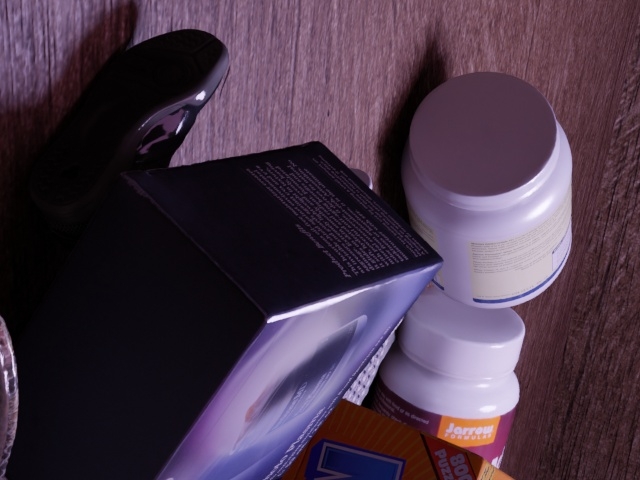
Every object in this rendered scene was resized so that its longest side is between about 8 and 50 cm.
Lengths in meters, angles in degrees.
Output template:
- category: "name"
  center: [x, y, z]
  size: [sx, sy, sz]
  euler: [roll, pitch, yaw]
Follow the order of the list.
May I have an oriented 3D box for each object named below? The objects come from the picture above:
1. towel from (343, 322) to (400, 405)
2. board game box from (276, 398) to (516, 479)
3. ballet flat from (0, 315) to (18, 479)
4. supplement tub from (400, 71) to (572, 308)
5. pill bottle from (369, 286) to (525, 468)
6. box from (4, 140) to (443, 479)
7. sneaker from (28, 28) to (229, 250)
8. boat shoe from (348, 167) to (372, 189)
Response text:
- category: "towel"
  center: [0.041, 0.156, 2.177]
  size: [0.312, 0.056, 0.324]
  euler: [-64, 162, -17]
- category: "board game box"
  center: [-0.015, 0.361, 1.756]
  size: [0.356, 0.356, 0.356]
  euler: [-67, 162, -7]
- category: "ballet flat"
  center: [-0.319, 0.209, 1.112]
  size: [0.182, 0.164, 0.482]
  euler: [-82, -169, -69]
- category: "supplement tub"
  center: [0.238, -0.068, 2.214]
  size: [0.235, 0.235, 0.325]
  euler: [-62, 160, -22]
- category: "pill bottle"
  center: [0.185, 0.286, 2.449]
  size: [0.224, 0.224, 0.392]
  euler: [-37, 143, -59]
- category: "box"
  center: [-0.095, 0.090, 1.338]
  size: [0.294, 0.183, 0.296]
  euler: [-14, 144, -57]
- category: "sneaker"
  center: [-0.156, -0.077, 1.336]
  size: [0.227, 0.087, 0.130]
  euler: [-56, 159, -27]
- category: "boat shoe"
  center: [0.000, 0.000, 1.878]
  size: [0.228, 0.080, 0.076]
  euler: [-60, 159, -49]
